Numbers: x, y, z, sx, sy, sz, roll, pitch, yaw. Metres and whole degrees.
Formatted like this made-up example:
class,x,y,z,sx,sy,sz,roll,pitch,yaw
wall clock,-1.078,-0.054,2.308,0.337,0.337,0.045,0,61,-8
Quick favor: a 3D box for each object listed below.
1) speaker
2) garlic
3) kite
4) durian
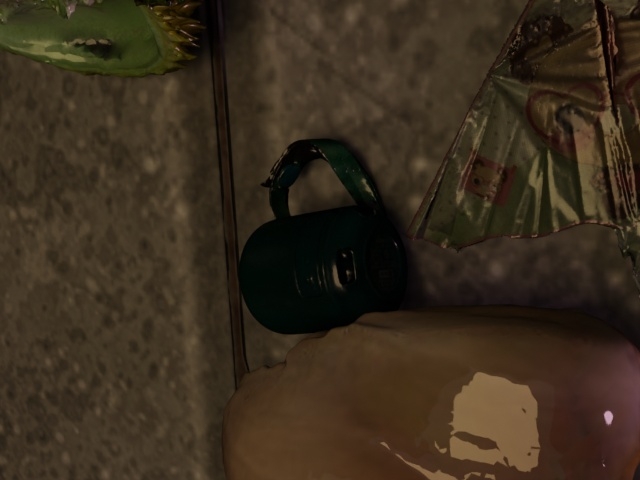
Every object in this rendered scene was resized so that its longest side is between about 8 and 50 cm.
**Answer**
class,x,y,z,sx,sy,sz,roll,pitch,yaw
speaker,0.003,-0.001,0.491,0.075,0.060,0.094,-8,64,35
garlic,0.038,0.135,0.456,0.228,0.110,0.217,0,117,34
kite,0.135,-0.010,0.417,0.229,0.012,0.250,-11,97,39
durian,-0.116,-0.122,0.501,0.215,0.100,0.086,3,108,40
